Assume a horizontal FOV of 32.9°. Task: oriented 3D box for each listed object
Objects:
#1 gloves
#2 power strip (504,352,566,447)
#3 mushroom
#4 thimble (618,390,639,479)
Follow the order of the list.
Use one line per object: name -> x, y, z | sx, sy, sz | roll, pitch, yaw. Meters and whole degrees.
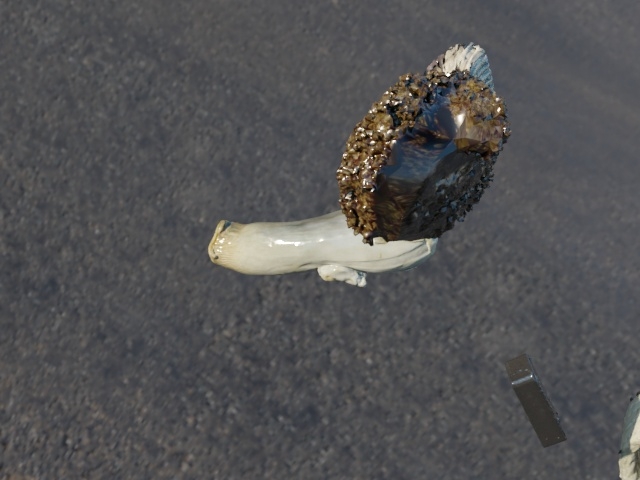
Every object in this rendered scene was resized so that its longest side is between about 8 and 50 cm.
gloves -> 0.120, -0.098, 1.136 | 0.135, 0.210, 0.312 | 32, 37, 10
power strip -> 0.217, 0.163, 1.096 | 0.038, 0.029, 0.111 | -97, 160, -53
mushroom -> 0.001, 0.001, 1.289 | 0.277, 0.099, 0.096 | -6, 32, 11
thimble -> 0.404, 0.237, 1.276 | 0.102, 0.115, 0.090 | 27, 41, 0
